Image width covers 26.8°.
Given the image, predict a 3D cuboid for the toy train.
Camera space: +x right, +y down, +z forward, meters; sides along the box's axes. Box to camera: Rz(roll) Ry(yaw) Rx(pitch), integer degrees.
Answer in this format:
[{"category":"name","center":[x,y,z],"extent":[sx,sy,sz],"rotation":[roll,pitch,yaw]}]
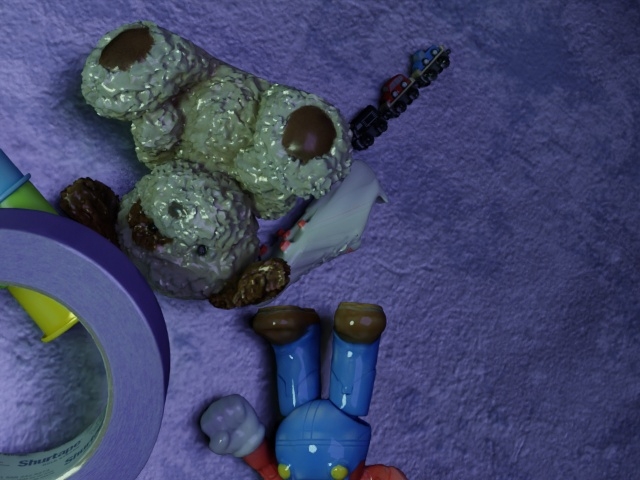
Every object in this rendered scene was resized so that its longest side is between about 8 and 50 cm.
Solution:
[{"category":"toy train","center":[0.083,-0.157,1.431],"extent":[0.036,0.027,0.158],"rotation":[45,70,-4]}]

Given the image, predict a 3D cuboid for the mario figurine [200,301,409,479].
[{"category":"mario figurine","center":[0.002,0.219,1.277],"extent":[0.170,0.198,0.320],"rotation":[3,80,-37]}]

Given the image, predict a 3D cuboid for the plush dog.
[{"category":"plush dog","center":[-0.111,-0.054,1.273],"extent":[0.262,0.210,0.225],"rotation":[25,90,7]}]

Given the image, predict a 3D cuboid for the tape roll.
[{"category":"tape roll","center":[-0.268,0.114,1.149],"extent":[0.275,0.090,0.275],"rotation":[-1,104,-4]}]

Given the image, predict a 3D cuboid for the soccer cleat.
[{"category":"soccer cleat","center":[0.000,0.000,1.359],"extent":[0.076,0.068,0.196],"rotation":[46,67,-18]}]

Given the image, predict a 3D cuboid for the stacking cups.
[{"category":"stacking cups","center":[-0.319,-0.052,1.208],"extent":[0.096,0.096,0.316],"rotation":[-45,100,-21]}]
